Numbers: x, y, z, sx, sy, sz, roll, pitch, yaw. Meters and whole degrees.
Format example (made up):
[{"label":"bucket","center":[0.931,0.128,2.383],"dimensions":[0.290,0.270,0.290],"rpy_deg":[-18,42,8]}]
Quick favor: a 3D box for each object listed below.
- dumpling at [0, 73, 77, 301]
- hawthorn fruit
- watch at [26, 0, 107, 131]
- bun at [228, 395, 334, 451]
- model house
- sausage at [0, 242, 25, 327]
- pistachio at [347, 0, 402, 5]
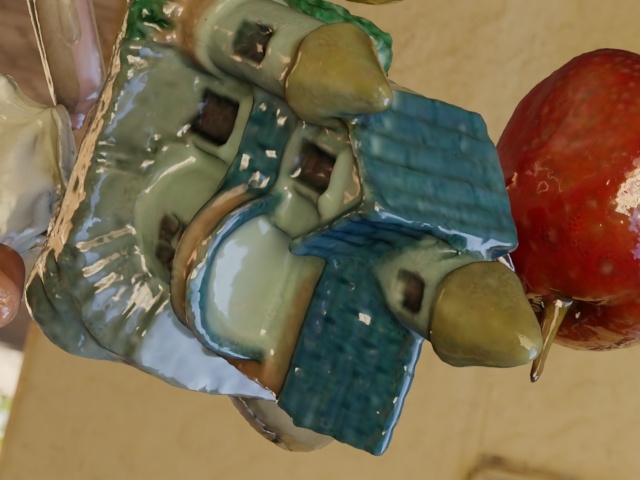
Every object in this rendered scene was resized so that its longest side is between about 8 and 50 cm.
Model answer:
[{"label":"dumpling","center":[-0.250,-0.031,1.387],"dimensions":[0.136,0.199,0.118],"rpy_deg":[16,-165,22]},{"label":"hawthorn fruit","center":[0.266,-0.009,1.607],"dimensions":[0.287,0.330,0.287],"rpy_deg":[27,160,11]},{"label":"watch","center":[-0.354,-0.199,1.823],"dimensions":[0.241,0.253,0.162],"rpy_deg":[-10,-167,-4]},{"label":"bun","center":[-0.033,0.080,1.611],"dimensions":[0.141,0.239,0.239],"rpy_deg":[-26,159,3]},{"label":"model house","center":[0.000,0.000,1.030],"dimensions":[0.194,0.267,0.325],"rpy_deg":[13,-169,-38]},{"label":"sausage","center":[-0.164,0.022,0.852],"dimensions":[0.034,0.034,0.083],"rpy_deg":[14,-170,-10]},{"label":"pistachio","center":[0.011,-0.252,1.341],"dimensions":[0.189,0.100,0.110],"rpy_deg":[26,138,-35]}]
